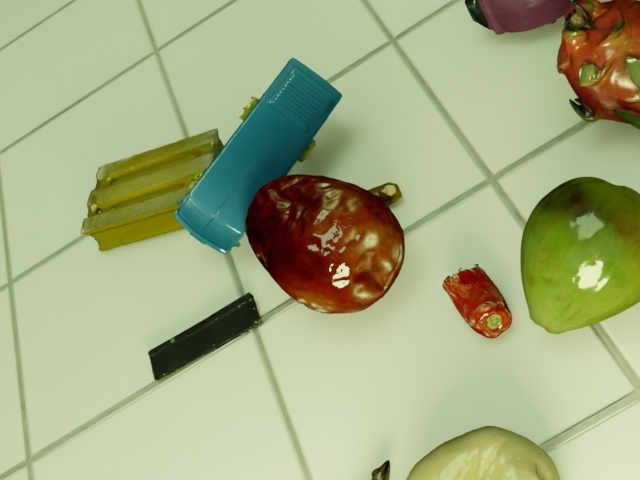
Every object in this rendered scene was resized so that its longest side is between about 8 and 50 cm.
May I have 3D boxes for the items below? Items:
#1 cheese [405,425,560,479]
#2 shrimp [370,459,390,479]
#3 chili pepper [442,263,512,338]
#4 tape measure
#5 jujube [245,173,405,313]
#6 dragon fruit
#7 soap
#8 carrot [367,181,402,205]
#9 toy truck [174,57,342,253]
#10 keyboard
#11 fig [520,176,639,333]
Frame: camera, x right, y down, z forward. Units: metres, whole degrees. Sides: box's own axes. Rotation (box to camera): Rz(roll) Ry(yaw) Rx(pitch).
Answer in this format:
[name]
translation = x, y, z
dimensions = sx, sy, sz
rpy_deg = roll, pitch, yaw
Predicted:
[cheese]
translation = 0.216, 0.362, 1.305
dimensions = 0.235, 0.117, 0.218
rpy_deg = -44, 46, -2
[shrimp]
translation = 0.081, 0.411, 1.381
dimensions = 0.148, 0.035, 0.195
rpy_deg = 7, 64, 59
[chili pepper]
translation = 0.248, 0.099, 1.538
dimensions = 0.123, 0.073, 0.070
rpy_deg = 60, 137, 48
[tape measure]
translation = 0.403, -0.513, 1.900
dimensions = 0.231, 0.149, 0.245
rpy_deg = -4, 46, 34
[jujube]
translation = 0.000, 0.000, 1.684
dimensions = 0.223, 0.223, 0.318
rpy_deg = -48, 41, -11
[dragon fruit]
translation = 0.494, -0.291, 1.594
dimensions = 0.227, 0.224, 0.224
rpy_deg = 12, 57, 5
[soap]
translation = -0.341, -0.102, 2.066
dimensions = 0.314, 0.091, 0.199
rpy_deg = -15, 49, 21
[carrot]
translation = 0.068, -0.063, 1.809
dimensions = 0.170, 0.042, 0.042
rpy_deg = -22, 46, 19
[toy truck]
translation = -0.121, -0.163, 1.884
dimensions = 0.385, 0.161, 0.162
rpy_deg = -54, 5, -16
[keyboard]
translation = -0.212, 0.179, 1.798
dimensions = 0.231, 0.023, 0.072
rpy_deg = -30, 51, 8
[fig]
translation = 0.383, 0.016, 1.424
dimensions = 0.230, 0.207, 0.207
rpy_deg = -30, 44, 13
